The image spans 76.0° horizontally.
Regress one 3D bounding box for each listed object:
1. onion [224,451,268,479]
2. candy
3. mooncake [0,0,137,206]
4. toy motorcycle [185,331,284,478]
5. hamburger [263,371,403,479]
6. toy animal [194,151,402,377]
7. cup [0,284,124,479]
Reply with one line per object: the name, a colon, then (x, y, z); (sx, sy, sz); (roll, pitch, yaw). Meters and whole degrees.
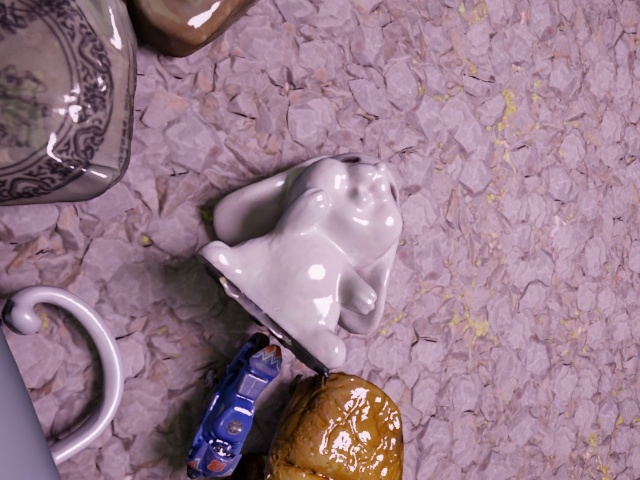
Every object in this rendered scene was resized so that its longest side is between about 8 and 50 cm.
onion: (-0.079, 0.353, 0.546); (0.118, 0.118, 0.117); (12, 91, -22)
candy: (-0.132, -0.330, 0.512); (0.102, 0.104, 0.234); (45, 76, -22)
mooncake: (-0.326, -0.156, 0.420); (0.250, 0.136, 0.254); (-1, 91, -18)
toy motorcycle: (-0.114, 0.216, 0.523); (0.076, 0.114, 0.205); (31, 80, -19)
hamburger: (0.030, 0.270, 0.538); (0.183, 0.130, 0.206); (30, 39, -10)
toy animal: (0.001, 0.019, 0.539); (0.289, 0.174, 0.249); (-27, 89, -18)
cup: (-0.364, 0.153, 0.371); (0.356, 0.259, 0.274); (-25, 102, -51)
